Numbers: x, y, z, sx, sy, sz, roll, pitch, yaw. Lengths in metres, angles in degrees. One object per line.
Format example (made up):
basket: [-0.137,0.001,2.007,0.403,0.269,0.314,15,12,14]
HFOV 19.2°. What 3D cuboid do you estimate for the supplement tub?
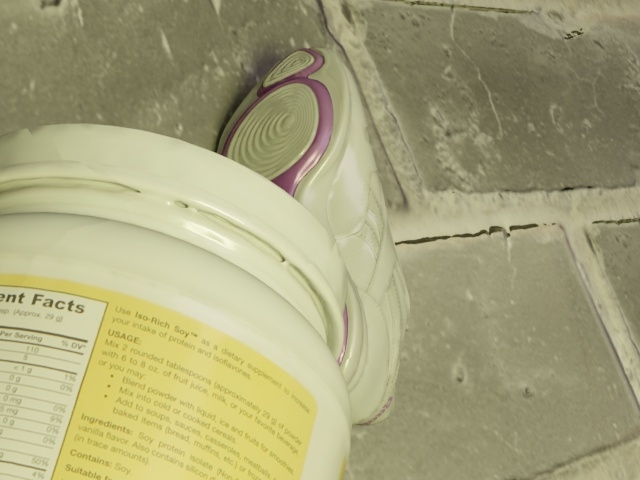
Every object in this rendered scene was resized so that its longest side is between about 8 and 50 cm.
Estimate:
supplement tub: [-0.119,0.138,0.852,0.241,0.241,0.331,38,50,-32]

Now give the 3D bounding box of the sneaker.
sneaker: [0.000,0.000,1.432,0.152,0.114,0.305,39,41,-53]
